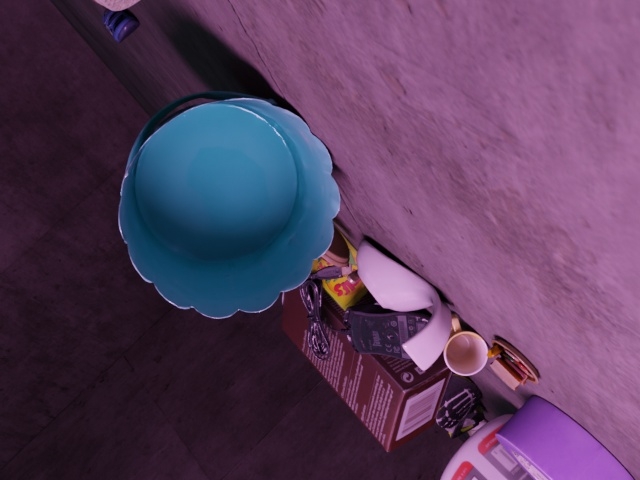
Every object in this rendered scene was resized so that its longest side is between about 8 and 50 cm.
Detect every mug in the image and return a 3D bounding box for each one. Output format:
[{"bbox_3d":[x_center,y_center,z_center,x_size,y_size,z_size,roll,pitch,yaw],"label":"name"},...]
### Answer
[{"bbox_3d":[0.206,0.150,0.994,0.062,0.078,0.064,14,-177,0],"label":"mug"}]

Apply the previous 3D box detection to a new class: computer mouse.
[{"bbox_3d":[0.088,0.119,1.210,0.060,0.262,0.184,-41,-58,-58],"label":"computer mouse"}]

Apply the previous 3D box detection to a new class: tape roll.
[{"bbox_3d":[0.342,0.313,0.961,0.189,0.080,0.189,46,174,6],"label":"tape roll"}]

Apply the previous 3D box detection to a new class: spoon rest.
[{"bbox_3d":[0.125,0.081,1.023,0.137,0.084,0.276,51,-174,-27],"label":"spoon rest"}]

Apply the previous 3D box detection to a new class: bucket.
[{"bbox_3d":[-0.127,-0.058,0.904,0.281,0.281,0.183,49,178,-21],"label":"bucket"}]

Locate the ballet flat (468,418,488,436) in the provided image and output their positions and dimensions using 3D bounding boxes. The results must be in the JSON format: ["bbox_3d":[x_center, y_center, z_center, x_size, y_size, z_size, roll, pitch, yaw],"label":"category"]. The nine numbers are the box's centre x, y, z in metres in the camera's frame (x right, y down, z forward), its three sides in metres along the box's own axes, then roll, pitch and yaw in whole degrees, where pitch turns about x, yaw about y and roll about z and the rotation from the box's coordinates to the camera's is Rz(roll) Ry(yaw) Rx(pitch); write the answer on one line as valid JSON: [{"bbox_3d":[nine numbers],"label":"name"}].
[{"bbox_3d":[0.379,0.452,1.713,0.052,0.057,0.168,58,171,-12],"label":"ballet flat"}]

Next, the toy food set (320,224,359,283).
[{"bbox_3d":[0.000,0.000,1.145,0.192,0.038,0.132,50,-159,6],"label":"toy food set"}]

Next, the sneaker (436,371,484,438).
[{"bbox_3d":[0.268,0.333,1.471,0.121,0.111,0.300,52,173,32],"label":"sneaker"}]

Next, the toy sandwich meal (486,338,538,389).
[{"bbox_3d":[0.243,0.161,0.881,0.085,0.029,0.085,45,174,6],"label":"toy sandwich meal"}]

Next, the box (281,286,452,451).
[{"bbox_3d":[0.079,0.209,1.387,0.381,0.143,0.191,43,141,35],"label":"box"}]

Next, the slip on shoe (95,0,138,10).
[{"bbox_3d":[-0.231,-0.317,0.630,0.101,0.123,0.331,50,178,0],"label":"slip on shoe"}]

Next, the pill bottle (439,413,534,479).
[{"bbox_3d":[0.382,0.472,1.103,0.363,0.210,0.210,42,172,38],"label":"pill bottle"}]

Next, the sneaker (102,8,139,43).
[{"bbox_3d":[-0.378,-0.407,1.284,0.059,0.053,0.144,52,171,-26],"label":"sneaker"}]

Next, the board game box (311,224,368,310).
[{"bbox_3d":[0.018,0.035,1.274,0.181,0.092,0.043,48,172,-17],"label":"board game box"}]
